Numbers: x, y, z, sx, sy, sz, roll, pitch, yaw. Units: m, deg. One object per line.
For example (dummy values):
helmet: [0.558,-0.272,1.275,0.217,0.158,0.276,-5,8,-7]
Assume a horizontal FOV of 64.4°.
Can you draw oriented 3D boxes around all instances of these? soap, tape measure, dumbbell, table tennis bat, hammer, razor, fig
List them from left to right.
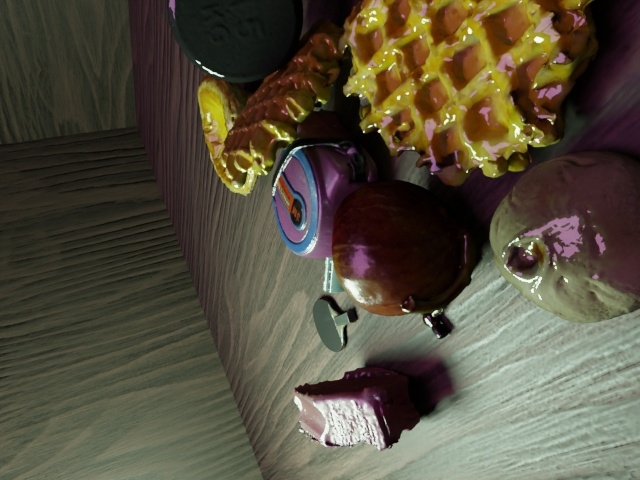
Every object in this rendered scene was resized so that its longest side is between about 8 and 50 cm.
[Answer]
dumbbell: [-0.148,-0.426,0.868,0.322,0.204,0.203,-104,16,-49]
razor: [0.000,0.000,1.073,0.232,0.068,0.106,-127,33,-48]
tape measure: [0.011,-0.093,0.898,0.231,0.149,0.245,57,143,40]
table tennis bat: [0.030,0.188,1.156,0.130,0.019,0.220,70,157,9]
soap: [0.069,0.315,0.956,0.289,0.182,0.112,148,107,-70]
fig: [0.114,0.014,0.694,0.205,0.205,0.205,42,140,50]
hammer: [0.194,0.077,0.748,0.065,0.021,0.178,59,148,31]

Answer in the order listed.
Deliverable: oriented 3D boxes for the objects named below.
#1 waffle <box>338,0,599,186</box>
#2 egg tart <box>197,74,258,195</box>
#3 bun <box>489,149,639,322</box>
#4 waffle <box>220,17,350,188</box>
waffle: [0.148,-0.263,0.565,0.379,0.095,0.381,45,139,47]
egg tart: [-0.203,-0.268,1.266,0.319,0.128,0.318,47,146,47]
bun: [0.237,-0.001,0.492,0.173,0.114,0.166,-40,67,61]
waffle: [-0.066,-0.228,0.835,0.062,0.329,0.329,37,168,-24]
